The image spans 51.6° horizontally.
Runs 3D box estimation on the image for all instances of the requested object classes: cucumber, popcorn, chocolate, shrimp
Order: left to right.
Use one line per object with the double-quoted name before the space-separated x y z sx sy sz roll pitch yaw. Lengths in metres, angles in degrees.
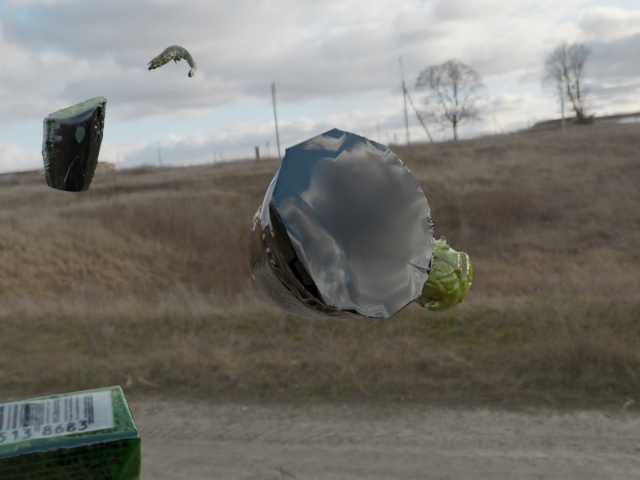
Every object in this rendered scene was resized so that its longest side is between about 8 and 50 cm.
"chocolate" -0.546 0.463 1.324 0.359 0.342 0.162 -4 42 -19
"cucumber" -0.487 -0.191 1.312 0.115 0.193 0.085 2 23 -32
"shrimp" -0.303 -0.364 1.375 0.114 0.083 0.023 -45 -1 -41
"chocolate" 0.000 0.000 1.353 0.383 0.384 0.331 -11 -9 -37
"popcorn" 0.276 0.075 1.652 0.197 0.198 0.212 -7 25 -7
